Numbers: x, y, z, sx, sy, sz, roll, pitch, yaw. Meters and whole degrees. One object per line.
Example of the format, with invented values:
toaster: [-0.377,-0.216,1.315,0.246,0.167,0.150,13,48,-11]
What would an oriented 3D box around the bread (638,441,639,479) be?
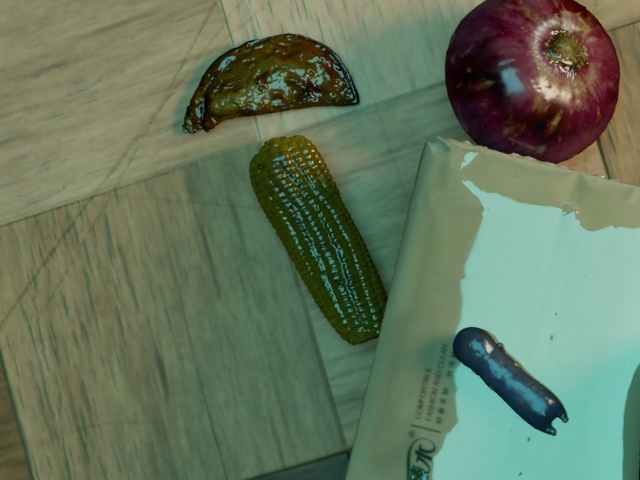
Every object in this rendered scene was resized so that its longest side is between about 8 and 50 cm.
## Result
bread: [0.352,0.268,1.621,0.113,0.165,0.417,11,123,27]

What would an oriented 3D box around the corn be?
corn: [0.000,0.000,1.857,0.080,0.080,0.231,-27,83,7]

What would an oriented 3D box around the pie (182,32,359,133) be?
pie: [-0.059,-0.169,1.904,0.191,0.033,0.088,-10,80,10]

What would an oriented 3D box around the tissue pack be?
tissue pack: [0.204,0.119,1.740,0.297,0.207,0.380,12,88,11]

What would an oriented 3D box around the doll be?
doll: [0.168,0.124,1.629,0.125,0.027,0.037,44,96,9]

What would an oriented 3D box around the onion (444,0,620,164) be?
onion: [0.207,-0.159,1.795,0.177,0.153,0.177,1,59,-1]
